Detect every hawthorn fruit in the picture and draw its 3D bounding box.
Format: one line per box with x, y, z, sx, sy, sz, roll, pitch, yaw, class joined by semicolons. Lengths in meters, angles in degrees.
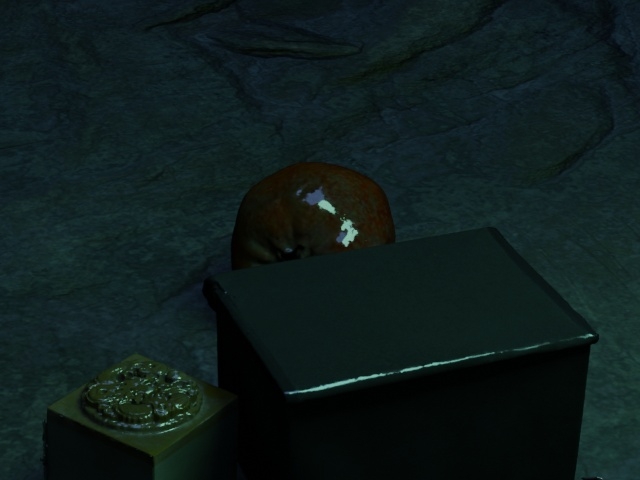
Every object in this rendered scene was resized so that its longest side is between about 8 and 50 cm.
0.000;0.000;1.866;0.211;0.210;0.262;8;11;13;hawthorn fruit

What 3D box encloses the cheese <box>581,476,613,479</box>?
0.195;0.300;1.335;0.286;0.074;0.189;-8;49;32;cheese

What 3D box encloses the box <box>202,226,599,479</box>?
0.077;0.150;1.555;0.345;0.204;0.251;-9;30;-19;box

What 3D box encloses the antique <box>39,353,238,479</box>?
-0.180;0.208;1.495;0.147;0.148;0.152;19;30;27;antique
